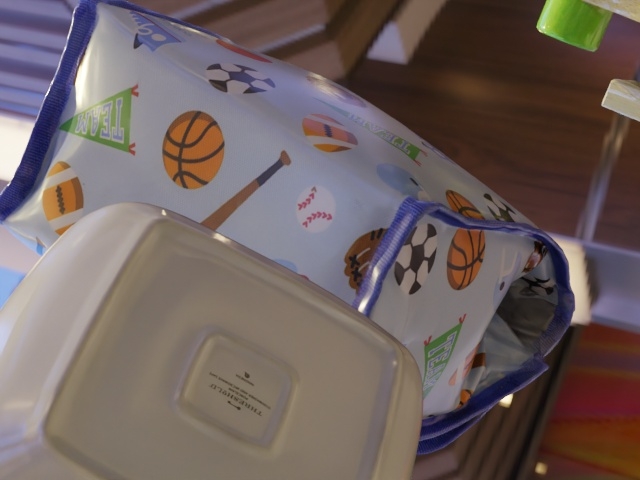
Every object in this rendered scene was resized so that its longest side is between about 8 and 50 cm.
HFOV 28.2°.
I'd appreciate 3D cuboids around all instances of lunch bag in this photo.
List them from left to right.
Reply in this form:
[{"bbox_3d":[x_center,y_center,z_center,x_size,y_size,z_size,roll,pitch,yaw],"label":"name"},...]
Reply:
[{"bbox_3d":[0.000,0.000,0.997,0.385,0.328,0.239,2,-59,-59],"label":"lunch bag"}]

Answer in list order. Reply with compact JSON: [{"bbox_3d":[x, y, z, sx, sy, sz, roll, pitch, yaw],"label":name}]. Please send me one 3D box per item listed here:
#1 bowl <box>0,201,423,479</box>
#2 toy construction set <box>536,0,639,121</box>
[{"bbox_3d":[-0.034,0.055,0.374,0.053,0.142,0.142,-54,10,45],"label":"bowl"},{"bbox_3d":[0.182,-0.177,0.508,0.151,0.215,0.327,11,-79,-85],"label":"toy construction set"}]
